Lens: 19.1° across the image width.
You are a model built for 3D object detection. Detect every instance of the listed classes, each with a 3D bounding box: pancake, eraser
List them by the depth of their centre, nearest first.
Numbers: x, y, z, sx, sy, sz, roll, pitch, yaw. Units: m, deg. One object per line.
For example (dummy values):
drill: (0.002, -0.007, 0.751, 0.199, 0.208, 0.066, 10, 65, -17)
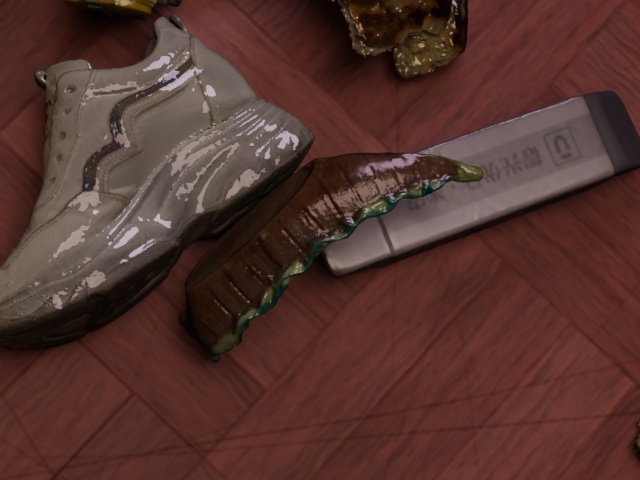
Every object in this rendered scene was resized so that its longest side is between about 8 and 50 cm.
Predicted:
eraser: (0.148, -0.056, 1.769, 0.352, 0.061, 0.089, -21, 82, -16)
pancake: (0.072, -0.271, 1.791, 0.212, 0.056, 0.257, 45, 54, -17)

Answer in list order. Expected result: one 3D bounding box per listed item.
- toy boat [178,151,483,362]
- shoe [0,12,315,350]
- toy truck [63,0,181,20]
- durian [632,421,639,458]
toy boat: (-0.004, -0.010, 1.649, 0.293, 0.108, 0.099, -35, 112, 8)
shoe: (-0.193, -0.058, 1.662, 0.342, 0.132, 0.210, -38, 81, -21)
toy truck: (-0.166, -0.304, 1.707, 0.098, 0.114, 0.227, 8, 83, 9)
durian: (0.377, 0.132, 1.763, 0.132, 0.165, 0.182, 13, 41, 31)
